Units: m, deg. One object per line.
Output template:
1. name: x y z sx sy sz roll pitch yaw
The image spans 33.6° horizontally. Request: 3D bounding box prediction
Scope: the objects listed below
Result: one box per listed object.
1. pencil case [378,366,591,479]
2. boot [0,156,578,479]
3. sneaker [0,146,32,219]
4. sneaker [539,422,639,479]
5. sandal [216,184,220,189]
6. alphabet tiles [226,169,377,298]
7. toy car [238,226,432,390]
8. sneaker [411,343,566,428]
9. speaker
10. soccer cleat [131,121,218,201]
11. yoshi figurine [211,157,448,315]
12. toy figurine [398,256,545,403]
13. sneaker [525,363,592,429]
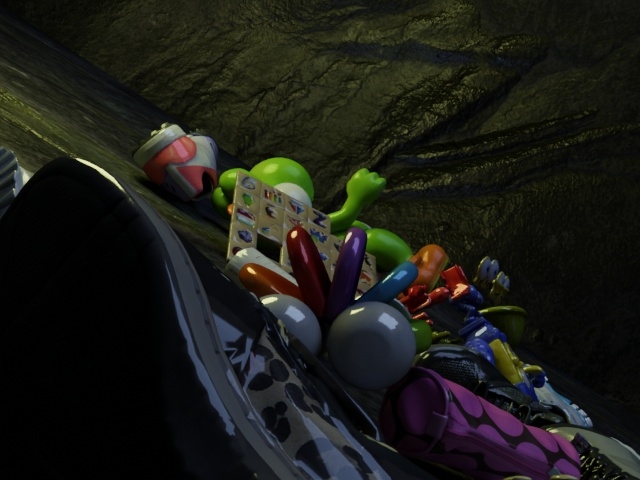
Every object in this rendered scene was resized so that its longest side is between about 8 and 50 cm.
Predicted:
1. pencil case: 0.155 0.191 0.989 0.209 0.095 0.098 27 10 -31
2. boot: 0.014 0.123 0.474 0.284 0.138 0.377 26 12 -47
3. sneaker: -0.185 0.019 0.671 0.095 0.090 0.235 45 0 -40
4. sneaker: 0.301 0.258 1.070 0.108 0.100 0.271 45 -2 -33
5. sandal: -0.119 -0.052 1.834 0.180 0.072 0.049 40 29 27
6. alphabet tiles: -0.020 0.013 1.470 0.237 0.009 0.198 27 34 -20
7. toy car: 0.011 0.055 0.948 0.181 0.136 0.159 4 1 6
8. sneaker: 0.213 0.201 1.248 0.227 0.087 0.130 37 -3 -16
9. speaker: -0.043 0.064 1.172 0.136 0.055 0.055 35 6 27
10. soccer cleat: -0.209 -0.111 1.689 0.116 0.108 0.318 53 4 2
11. yoshi figurine: 0.011 -0.021 1.653 0.362 0.204 0.203 30 -6 -3
12. toy figurine: 0.217 0.186 1.450 0.217 0.191 0.362 68 11 21
13. sneaker: 0.341 0.253 1.680 0.190 0.071 0.083 35 11 29
